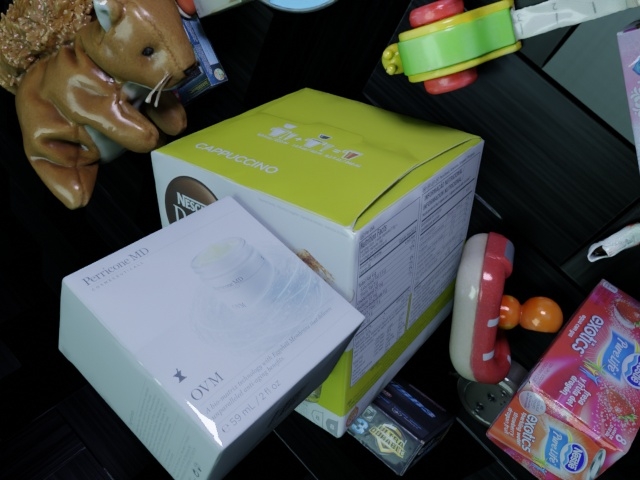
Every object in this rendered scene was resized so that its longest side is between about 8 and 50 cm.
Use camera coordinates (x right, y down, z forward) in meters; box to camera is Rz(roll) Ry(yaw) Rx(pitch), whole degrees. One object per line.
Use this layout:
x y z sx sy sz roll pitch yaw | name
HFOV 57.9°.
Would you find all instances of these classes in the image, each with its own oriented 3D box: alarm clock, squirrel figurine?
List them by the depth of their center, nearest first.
0.311 0.272 0.973 0.192 0.064 0.129 41 137 11 | alarm clock
-0.401 -0.329 1.017 0.397 0.281 0.370 49 134 -2 | squirrel figurine

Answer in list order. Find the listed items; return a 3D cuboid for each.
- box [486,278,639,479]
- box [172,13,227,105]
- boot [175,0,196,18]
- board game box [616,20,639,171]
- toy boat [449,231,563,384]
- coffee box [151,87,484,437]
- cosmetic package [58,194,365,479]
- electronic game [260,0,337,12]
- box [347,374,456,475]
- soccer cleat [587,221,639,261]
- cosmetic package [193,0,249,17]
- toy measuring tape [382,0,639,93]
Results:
0.339 0.178 0.734 0.122 0.256 0.128 38 136 22 | box
-0.297 -0.347 1.152 0.233 0.044 0.159 -13 107 47 | box
-0.229 -0.469 1.003 0.084 0.059 0.158 12 122 32 | boot
0.489 -0.093 0.561 0.318 0.066 0.318 -3 113 44 | board game box
0.275 0.107 0.850 0.151 0.151 0.231 8 123 18 | toy boat
0.000 0.000 0.875 0.337 0.338 0.335 23 129 30 | coffee box
-0.116 0.100 0.625 0.224 0.224 0.138 40 135 15 | cosmetic package
-0.037 -0.434 0.798 0.229 0.048 0.229 9 126 12 | electronic game
0.080 0.268 1.032 0.295 0.293 0.073 34 96 24 | box
0.383 0.004 0.747 0.029 0.035 0.083 55 139 1 | soccer cleat
-0.155 -0.410 0.968 0.115 0.060 0.041 3 119 44 | cosmetic package
0.202 -0.248 0.696 0.330 0.121 0.122 -1 115 43 | toy measuring tape
